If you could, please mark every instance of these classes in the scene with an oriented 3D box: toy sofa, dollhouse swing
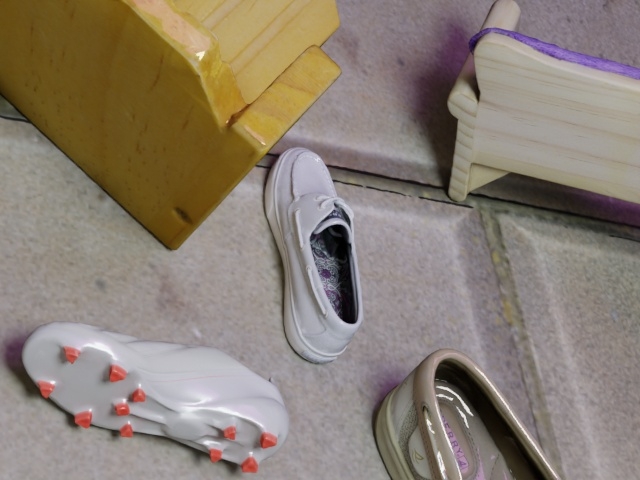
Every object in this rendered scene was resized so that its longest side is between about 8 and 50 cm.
[{"bbox_3d":[0.294,-0.099,1.389,0.362,0.177,0.150,15,44,13],"label":"toy sofa"},{"bbox_3d":[-0.115,-0.231,1.211,0.347,0.315,0.305,44,64,-3],"label":"dollhouse swing"}]

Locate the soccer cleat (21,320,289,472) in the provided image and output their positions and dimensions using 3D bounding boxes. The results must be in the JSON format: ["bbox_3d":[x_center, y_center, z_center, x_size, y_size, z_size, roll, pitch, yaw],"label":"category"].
[{"bbox_3d":[-0.110,0.095,1.134,0.196,0.068,0.076,24,33,-24],"label":"soccer cleat"}]

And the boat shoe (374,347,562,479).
[{"bbox_3d":[0.145,0.216,1.196,0.109,0.098,0.302,-22,72,-27],"label":"boat shoe"}]

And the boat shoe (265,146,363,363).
[{"bbox_3d":[0.000,0.000,1.280,0.066,0.063,0.184,19,51,-26],"label":"boat shoe"}]
